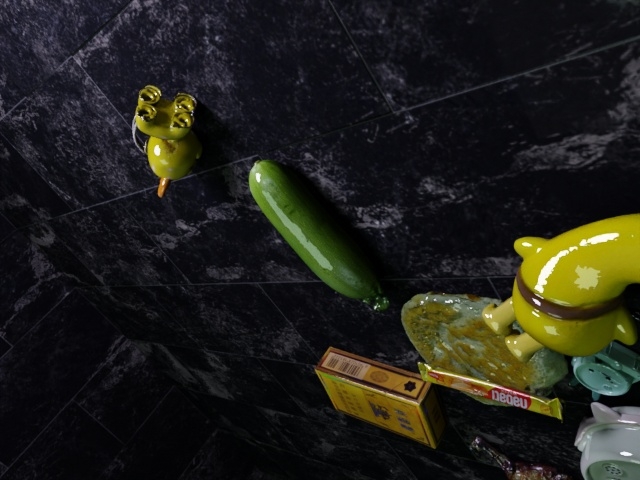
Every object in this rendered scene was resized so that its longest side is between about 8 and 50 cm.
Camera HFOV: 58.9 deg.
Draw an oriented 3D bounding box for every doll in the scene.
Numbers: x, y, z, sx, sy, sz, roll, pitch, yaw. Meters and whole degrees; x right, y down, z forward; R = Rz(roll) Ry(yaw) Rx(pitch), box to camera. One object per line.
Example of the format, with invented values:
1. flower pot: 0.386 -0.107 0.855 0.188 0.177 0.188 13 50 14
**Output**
1. doll: -0.298 -0.184 1.101 0.135 0.143 0.221 6 150 -14
2. doll: 0.356 0.056 0.756 0.199 0.145 0.363 47 140 8

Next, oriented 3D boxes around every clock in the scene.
1. clock: 0.585 0.405 0.993 0.265 0.108 0.324 -5 129 48
2. clock: 0.466 0.217 0.935 0.101 0.041 0.135 28 146 16

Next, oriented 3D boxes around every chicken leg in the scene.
1. chicken leg: 0.472 0.535 1.324 0.253 0.051 0.106 14 135 34

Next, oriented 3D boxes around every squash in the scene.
1. squash: 0.000 0.000 1.068 0.378 0.101 0.101 47 147 -17

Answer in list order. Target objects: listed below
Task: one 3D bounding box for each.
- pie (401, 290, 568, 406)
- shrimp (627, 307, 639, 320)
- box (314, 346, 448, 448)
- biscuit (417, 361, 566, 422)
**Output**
1. pie: 0.291 0.198 1.063 0.323 0.070 0.323 27 147 20
2. shrimp: 0.547 0.098 0.712 0.262 0.051 0.198 23 138 16
3. box: 0.152 0.388 1.418 0.301 0.084 0.193 10 138 37
4. biscuit: 0.308 0.274 1.050 0.292 0.026 0.048 5 114 44
